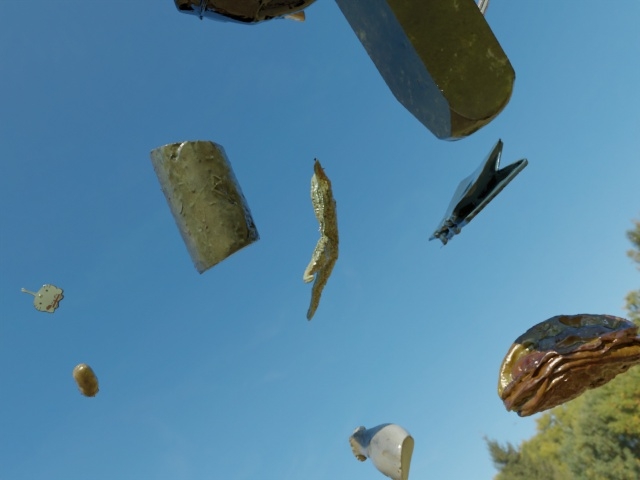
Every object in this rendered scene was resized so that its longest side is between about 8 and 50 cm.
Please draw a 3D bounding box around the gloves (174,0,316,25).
[{"bbox_3d":[-0.105,-0.447,0.911,0.300,0.152,0.197,-21,-24,-7],"label":"gloves"}]

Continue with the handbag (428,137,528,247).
[{"bbox_3d":[0.242,-0.063,0.862,0.144,0.057,0.221,-52,-6,-9],"label":"handbag"}]

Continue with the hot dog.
[{"bbox_3d":[0.415,0.198,0.909,0.258,0.175,0.114,-22,-85,-2],"label":"hot dog"}]

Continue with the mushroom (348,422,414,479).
[{"bbox_3d":[0.132,0.463,1.202,0.093,0.225,0.116,11,-98,-31],"label":"mushroom"}]

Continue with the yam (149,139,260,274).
[{"bbox_3d":[-0.234,-0.077,1.103,0.161,0.268,0.161,-22,-5,-2],"label":"yam"}]

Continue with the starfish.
[{"bbox_3d":[0.003,0.000,1.215,0.078,0.348,0.358,-1,-14,1],"label":"starfish"}]

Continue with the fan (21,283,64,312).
[{"bbox_3d":[-0.550,0.109,1.053,0.004,0.083,0.056,108,-178,-73],"label":"fan"}]

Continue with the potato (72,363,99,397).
[{"bbox_3d":[-0.498,0.299,1.140,0.040,0.051,0.083,-52,-39,-56],"label":"potato"}]

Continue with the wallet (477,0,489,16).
[{"bbox_3d":[0.262,-0.352,0.931,0.103,0.020,0.197,65,-134,-80],"label":"wallet"}]

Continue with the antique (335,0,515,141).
[{"bbox_3d":[0.091,-0.198,0.499,0.081,0.221,0.080,-32,3,-13],"label":"antique"}]
